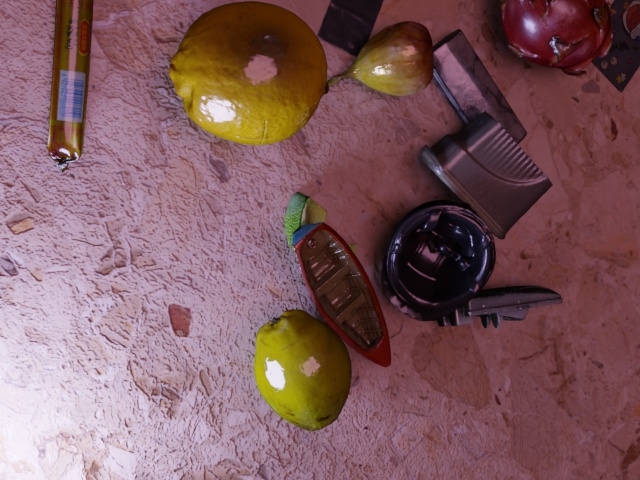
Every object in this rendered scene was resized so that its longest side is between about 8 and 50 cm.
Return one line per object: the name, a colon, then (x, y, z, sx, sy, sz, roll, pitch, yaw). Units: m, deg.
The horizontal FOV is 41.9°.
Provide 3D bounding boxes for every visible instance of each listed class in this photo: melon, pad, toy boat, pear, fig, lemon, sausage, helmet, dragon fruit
melon: (0.000, 0.000, 1.830, 0.209, 0.064, 0.118, 41, 76, -21)
pad: (0.075, -0.510, 1.837, 0.116, 0.004, 0.193, 22, 88, -20)
toy boat: (0.433, 0.155, 1.959, 0.319, 0.141, 0.092, -6, 85, -20)
pear: (-0.036, 0.274, 1.765, 0.212, 0.212, 0.269, -29, 108, -15)
fig: (0.124, -0.374, 1.812, 0.257, 0.159, 0.159, -20, 102, 3)
lemon: (-0.136, -0.325, 1.634, 0.297, 0.297, 0.297, -2, 96, -20)
sausage: (-0.482, -0.316, 1.612, 0.082, 0.082, 0.372, 3, 95, -20)
helmet: (0.259, 0.029, 1.870, 0.230, 0.160, 0.279, 27, 112, -6)
toy boat: (0.050, 0.126, 1.805, 0.136, 0.079, 0.392, -40, 122, -16)
pad: (0.769, -0.516, 2.091, 0.170, 0.006, 0.245, 40, 81, -20)
dragon fruit: (0.527, -0.500, 1.880, 0.315, 0.250, 0.250, 18, 88, -61)

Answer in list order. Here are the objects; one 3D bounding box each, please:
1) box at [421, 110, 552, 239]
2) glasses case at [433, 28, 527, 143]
box: (0.377, -0.157, 1.892, 0.178, 0.138, 0.274, -43, 112, 9)
glasses case: (0.358, -0.333, 1.926, 0.114, 0.060, 0.299, -40, 107, -7)
